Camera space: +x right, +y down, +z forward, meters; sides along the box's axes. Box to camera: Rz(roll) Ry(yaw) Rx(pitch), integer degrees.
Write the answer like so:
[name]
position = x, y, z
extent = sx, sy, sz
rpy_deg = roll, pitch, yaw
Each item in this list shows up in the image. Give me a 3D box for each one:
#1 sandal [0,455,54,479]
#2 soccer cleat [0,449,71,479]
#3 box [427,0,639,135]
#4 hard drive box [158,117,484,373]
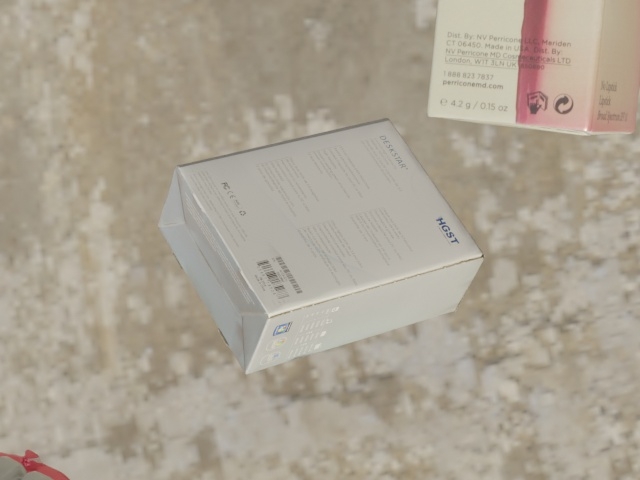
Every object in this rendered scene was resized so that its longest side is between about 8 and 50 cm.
[sandal]
position = -0.259, 0.175, 1.010
extent = 0.416, 0.169, 0.102
rpy_deg = 20, 121, 43
[soccer cleat]
position = -0.288, 0.194, 1.165
extent = 0.083, 0.248, 0.095
rpy_deg = -108, 18, -63
[box]
position = 0.169, -0.197, 1.270
extent = 0.127, 0.148, 0.232
rpy_deg = 8, 97, 22
[hard drive box]
position = 0.000, 0.000, 1.557
extent = 0.181, 0.232, 0.089
rpy_deg = 58, 146, 29
